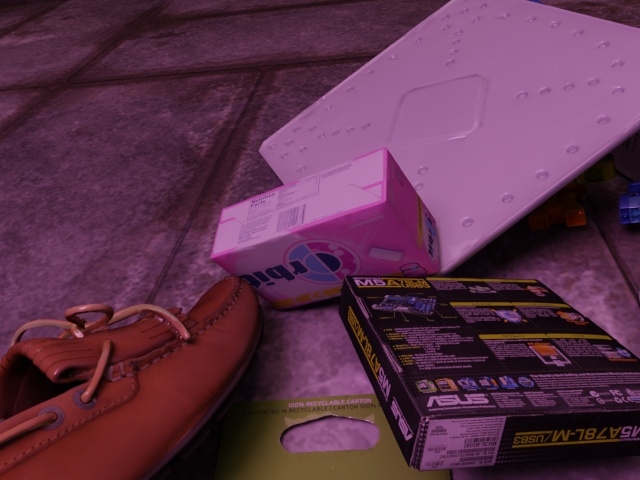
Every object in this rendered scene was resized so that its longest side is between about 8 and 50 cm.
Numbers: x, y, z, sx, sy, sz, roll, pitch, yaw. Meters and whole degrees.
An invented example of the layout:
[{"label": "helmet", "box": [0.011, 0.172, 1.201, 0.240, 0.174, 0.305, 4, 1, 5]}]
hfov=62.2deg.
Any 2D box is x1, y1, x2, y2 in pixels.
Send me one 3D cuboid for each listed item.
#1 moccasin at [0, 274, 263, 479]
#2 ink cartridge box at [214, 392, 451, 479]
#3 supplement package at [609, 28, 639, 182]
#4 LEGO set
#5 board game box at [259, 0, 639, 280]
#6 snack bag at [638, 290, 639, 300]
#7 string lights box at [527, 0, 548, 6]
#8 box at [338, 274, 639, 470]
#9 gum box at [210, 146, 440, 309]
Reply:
[{"label": "moccasin", "box": [-0.170, 0.114, 0.354, 0.139, 0.147, 0.380, -37, 1, 40]}, {"label": "ink cartridge box", "box": [-0.001, 0.178, 0.324, 0.189, 0.097, 0.255, -5, 38, 5]}, {"label": "supplement package", "box": [0.432, -0.152, 0.637, 0.139, 0.133, 0.244, -16, 37, -8]}, {"label": "LEGO set", "box": [0.299, -0.068, 0.590, 0.227, 0.087, 0.093, -5, 28, 31]}, {"label": "board game box", "box": [0.148, -0.138, 0.637, 0.390, 0.050, 0.390, -37, 40, 0]}, {"label": "snack bag", "box": [0.411, 0.152, 0.323, 0.343, 0.037, 0.323, 3, 39, 16]}, {"label": "string lights box", "box": [0.331, -0.286, 0.835, 0.077, 0.133, 0.259, -8, 37, 0]}, {"label": "box", "box": [0.126, 0.083, 0.395, 0.191, 0.045, 0.184, 2, 19, -14]}, {"label": "gum box", "box": [0.000, 0.000, 0.491, 0.188, 0.107, 0.062, -17, 47, 28]}]
